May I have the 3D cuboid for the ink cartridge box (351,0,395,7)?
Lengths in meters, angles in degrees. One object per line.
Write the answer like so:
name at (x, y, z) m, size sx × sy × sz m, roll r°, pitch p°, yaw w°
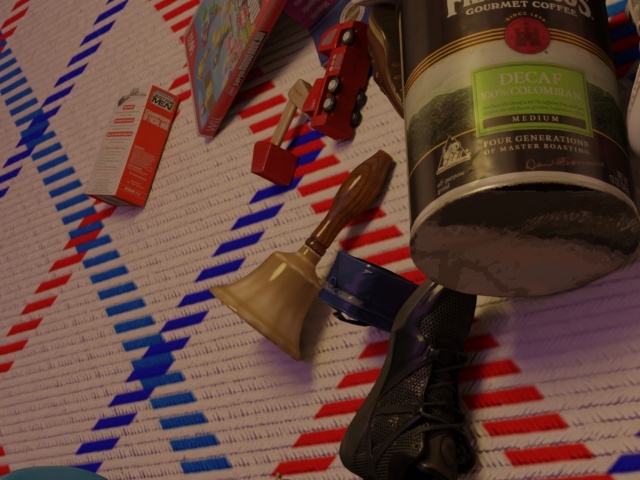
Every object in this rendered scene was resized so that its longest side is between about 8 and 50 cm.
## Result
ink cartridge box at (0.085, -0.394, 1.505) m, size 0.134 × 0.078 × 0.231 m, roll -15°, pitch 83°, yaw 42°

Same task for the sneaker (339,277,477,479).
sneaker at (0.110, 0.143, 1.242) m, size 0.130 × 0.087 × 0.227 m, roll 32°, pitch 99°, yaw 51°

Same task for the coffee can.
coffee can at (0.174, -0.114, 1.211) m, size 0.201 × 0.201 × 0.275 m, roll -28°, pitch 51°, yaw 39°

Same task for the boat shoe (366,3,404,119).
boat shoe at (0.091, -0.189, 1.480) m, size 0.060 × 0.064 × 0.178 m, roll 105°, pitch 158°, yaw -45°

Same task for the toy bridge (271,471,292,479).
toy bridge at (-0.051, 0.328, 1.348) m, size 0.026 × 0.063 × 0.188 m, roll -21°, pitch 56°, yaw 43°

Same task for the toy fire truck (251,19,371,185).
toy fire truck at (-0.007, -0.164, 1.587) m, size 0.135 × 0.047 × 0.192 m, roll -3°, pitch 67°, yaw 51°

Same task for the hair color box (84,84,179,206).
hair color box at (-0.267, -0.134, 1.881) m, size 0.093 × 0.053 × 0.167 m, roll 5°, pitch 75°, yaw 53°

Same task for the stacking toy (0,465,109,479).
stacking toy at (-0.332, 0.437, 1.583) m, size 0.166 × 0.175 × 0.302 m, roll -38°, pitch 58°, yaw 39°

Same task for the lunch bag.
lunch bag at (0.046, 0.057, 1.354) m, size 0.067 × 0.098 × 0.065 m, roll 27°, pitch 94°, yaw 48°

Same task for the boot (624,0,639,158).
boot at (0.319, -0.186, 1.182) m, size 0.258 × 0.095 × 0.123 m, roll -60°, pitch 30°, yaw -7°

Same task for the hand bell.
hand bell at (0.000, 0.000, 1.466) m, size 0.242 × 0.126 × 0.126 m, roll -52°, pitch 37°, yaw -4°

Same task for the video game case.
video game case at (-0.110, -0.302, 1.742) m, size 0.285 × 0.025 × 0.204 m, roll -56°, pitch 34°, yaw 41°

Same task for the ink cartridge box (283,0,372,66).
ink cartridge box at (0.054, -0.435, 1.651) m, size 0.324 × 0.071 × 0.330 m, roll -43°, pitch 41°, yaw 27°
